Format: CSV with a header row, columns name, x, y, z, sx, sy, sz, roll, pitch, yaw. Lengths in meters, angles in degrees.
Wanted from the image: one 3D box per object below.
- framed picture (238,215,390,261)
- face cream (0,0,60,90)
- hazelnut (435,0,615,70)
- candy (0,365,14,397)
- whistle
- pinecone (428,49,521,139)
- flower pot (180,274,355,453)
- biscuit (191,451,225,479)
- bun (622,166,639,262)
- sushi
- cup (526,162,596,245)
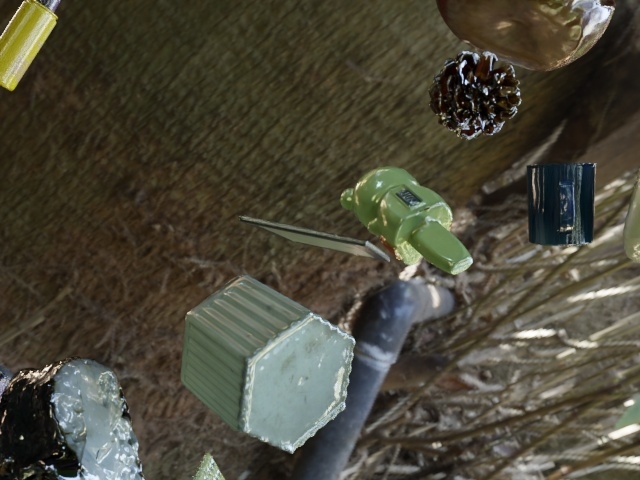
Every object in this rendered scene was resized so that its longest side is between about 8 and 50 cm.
name,x,y,z,sx,sy,sz,roll,pitch,yaw
framed picture,0.000,0.000,1.538,0.347,0.265,0.016,28,74,-75
face cream,-0.634,-0.460,1.577,0.078,0.273,0.078,31,-4,2
hazelnut,0.443,-0.560,1.522,0.410,0.359,0.359,21,41,-30
candy,-0.651,0.351,1.252,0.061,0.312,0.088,32,-19,21
whistle,0.140,-0.033,1.154,0.288,0.131,0.106,49,-24,45
pinecone,0.239,-0.218,1.093,0.140,0.140,0.121,48,-11,-26
flower pot,-0.085,0.193,1.149,0.190,0.209,0.239,23,-11,47
biscuit,-0.234,0.551,1.534,0.139,0.016,0.231,62,8,-6
bun,0.586,-0.061,1.215,0.237,0.116,0.209,22,84,-65
sushi,-0.393,0.351,1.082,0.234,0.208,0.348,19,56,-69
cup,0.404,-0.061,1.237,0.150,0.114,0.138,-6,96,-49
